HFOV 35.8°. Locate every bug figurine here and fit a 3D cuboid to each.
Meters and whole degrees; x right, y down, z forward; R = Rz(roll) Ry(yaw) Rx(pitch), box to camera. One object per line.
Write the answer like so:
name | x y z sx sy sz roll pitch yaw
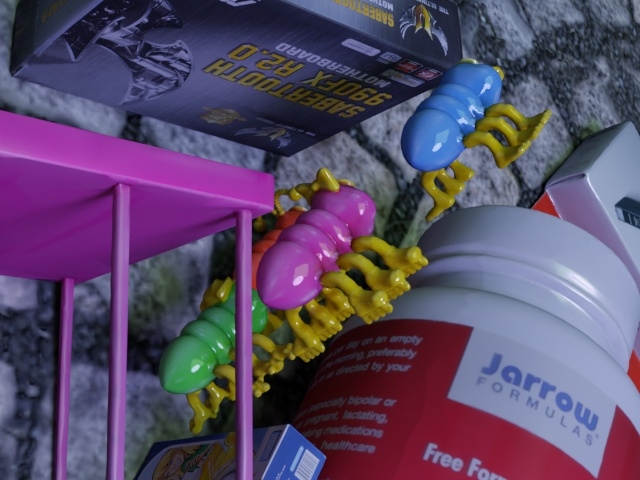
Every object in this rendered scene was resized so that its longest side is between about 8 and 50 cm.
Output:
bug figurine | 0.000 0.000 0.588 0.072 0.279 0.216 45 46 -6

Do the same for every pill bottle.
pill bottle | 0.076 0.180 0.625 0.229 0.229 0.407 45 51 -23

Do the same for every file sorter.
file sorter | -0.194 0.054 0.439 0.291 0.202 0.182 11 71 -40

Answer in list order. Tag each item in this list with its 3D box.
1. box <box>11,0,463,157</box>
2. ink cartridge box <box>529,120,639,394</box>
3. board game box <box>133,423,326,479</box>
box | -0.052 -0.129 0.638 0.231 0.183 0.056 13 67 -40
ink cartridge box | 0.308 0.052 0.994 0.239 0.060 0.275 -43 106 -43
board game box | -0.089 0.196 0.534 0.035 0.136 0.201 46 50 -23
